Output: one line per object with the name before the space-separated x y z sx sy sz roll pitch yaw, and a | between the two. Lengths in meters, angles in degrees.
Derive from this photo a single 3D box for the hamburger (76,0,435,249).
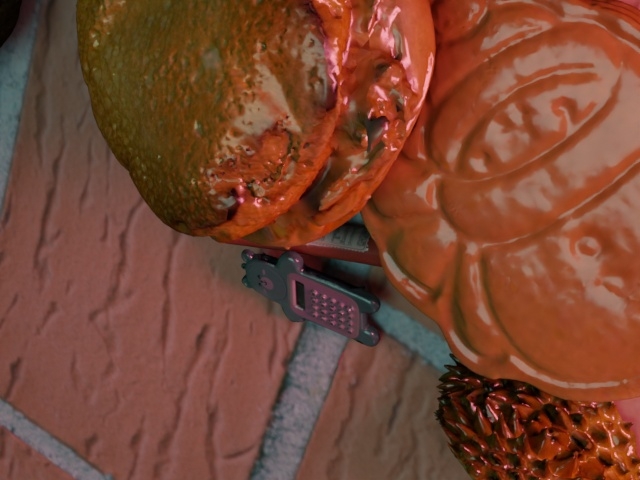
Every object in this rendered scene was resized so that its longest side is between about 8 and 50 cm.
hamburger | -0.048 -0.147 1.190 0.314 0.170 0.290 55 130 28

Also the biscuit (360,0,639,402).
biscuit | 0.176 -0.034 1.171 0.351 0.057 0.312 48 122 8

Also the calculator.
calculator | -0.010 0.048 1.362 0.141 0.019 0.094 23 144 20

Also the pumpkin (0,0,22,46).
pumpkin | -0.370 -0.253 1.401 0.223 0.157 0.224 13 133 15

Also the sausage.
sausage | 0.000 0.000 1.341 0.253 0.034 0.034 10 116 31

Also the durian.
durian | 0.182 0.199 1.268 0.252 0.144 0.139 40 150 6
